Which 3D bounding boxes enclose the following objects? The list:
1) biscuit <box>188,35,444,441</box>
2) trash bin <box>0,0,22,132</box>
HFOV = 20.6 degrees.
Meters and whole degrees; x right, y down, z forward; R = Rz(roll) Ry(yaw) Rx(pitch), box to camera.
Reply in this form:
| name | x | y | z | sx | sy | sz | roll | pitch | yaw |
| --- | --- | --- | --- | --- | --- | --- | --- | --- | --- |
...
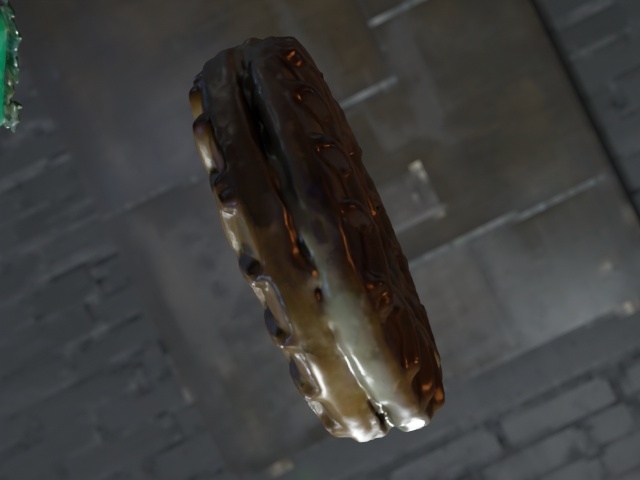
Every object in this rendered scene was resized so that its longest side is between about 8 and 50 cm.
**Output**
| name | x | y | z | sx | sy | sz | roll | pitch | yaw |
| --- | --- | --- | --- | --- | --- | --- | --- | --- | --- |
| biscuit | 0.000 | 0.000 | 1.346 | 0.103 | 0.332 | 0.332 | -23 | -178 | 5 |
| trash bin | -0.441 | -0.108 | 1.354 | 0.381 | 0.259 | 0.295 | -38 | 165 | -27 |
